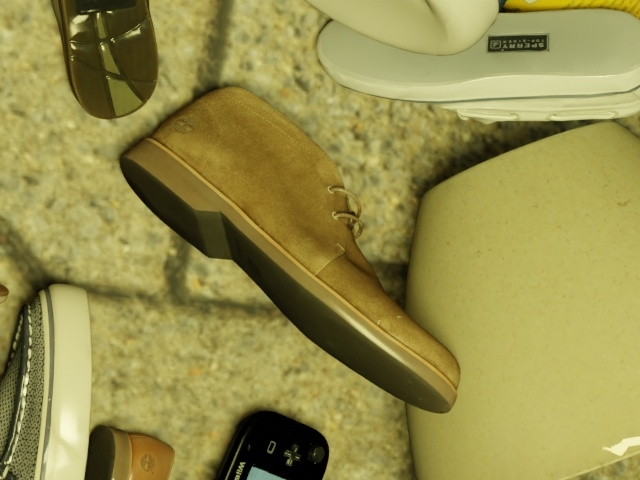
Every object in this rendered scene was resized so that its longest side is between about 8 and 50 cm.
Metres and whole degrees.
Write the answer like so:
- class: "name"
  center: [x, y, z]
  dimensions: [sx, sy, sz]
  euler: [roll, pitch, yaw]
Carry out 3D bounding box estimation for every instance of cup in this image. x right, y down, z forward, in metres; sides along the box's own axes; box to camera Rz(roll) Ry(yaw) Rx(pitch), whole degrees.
- class: "cup"
  center: [0.195, 0.047, 1.243]
  dimensions: [0.331, 0.331, 0.237]
  euler: [-18, 84, -21]

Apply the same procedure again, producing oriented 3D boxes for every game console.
- class: "game console"
  center: [-0.098, 0.304, 1.240]
  dimensions: [0.213, 0.044, 0.361]
  euler: [33, 76, -53]

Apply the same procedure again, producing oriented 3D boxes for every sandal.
- class: "sandal"
  center: [-0.154, -0.197, 1.148]
  dimensions: [0.090, 0.060, 0.219]
  euler: [-10, 119, -17]

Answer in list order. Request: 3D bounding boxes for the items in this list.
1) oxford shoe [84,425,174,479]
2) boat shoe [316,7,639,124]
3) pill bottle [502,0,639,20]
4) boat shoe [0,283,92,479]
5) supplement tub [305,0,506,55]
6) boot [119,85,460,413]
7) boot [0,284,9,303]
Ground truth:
- class: "oxford shoe"
  center: [-0.157, 0.252, 1.225]
  dimensions: [0.076, 0.076, 0.212]
  euler: [14, 94, -36]
- class: "boat shoe"
  center: [0.126, -0.126, 1.231]
  dimensions: [0.084, 0.258, 0.095]
  euler: [74, 27, -55]
- class: "pill bottle"
  center: [0.233, -0.204, 1.282]
  dimensions: [0.245, 0.136, 0.136]
  euler: [34, 85, -27]
- class: "boat shoe"
  center: [-0.259, 0.193, 1.137]
  dimensions: [0.158, 0.127, 0.341]
  euler: [8, 91, -15]
- class: "supplement tub"
  center: [0.089, -0.316, 1.117]
  dimensions: [0.228, 0.228, 0.316]
  euler: [37, 78, -27]
- class: "boot"
  center: [0.000, 0.000, 1.160]
  dimensions: [0.305, 0.112, 0.115]
  euler: [41, 70, 14]
- class: "boot"
  center: [-0.289, 0.068, 1.145]
  dimensions: [0.118, 0.042, 0.087]
  euler: [7, 103, -25]
